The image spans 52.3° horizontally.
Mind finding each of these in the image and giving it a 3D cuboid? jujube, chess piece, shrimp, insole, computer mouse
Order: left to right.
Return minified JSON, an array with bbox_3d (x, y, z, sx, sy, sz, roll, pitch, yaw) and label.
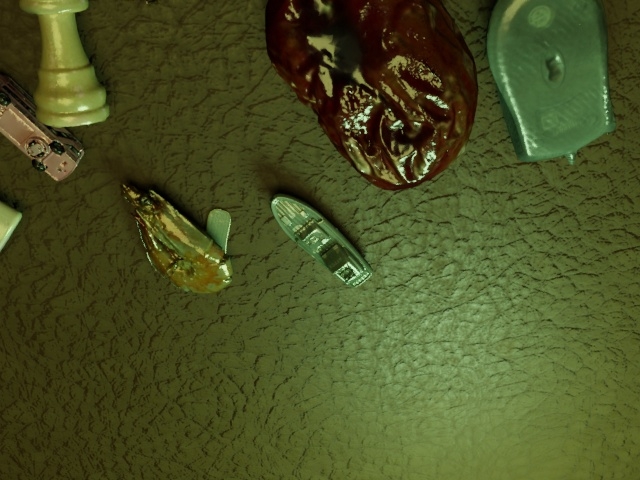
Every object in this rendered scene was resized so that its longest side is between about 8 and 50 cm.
[{"bbox_3d":[-0.416,-0.381,1.009,0.117,0.117,0.397,-2,118,-2],"label":"chess piece"},{"bbox_3d":[-0.288,0.000,1.258,0.154,0.062,0.294,-24,117,24],"label":"shrimp"},{"bbox_3d":[-0.215,0.019,1.304,0.064,0.004,0.188,11,119,-11],"label":"insole"},{"bbox_3d":[0.087,-0.268,1.016,0.276,0.276,0.377,-35,112,16],"label":"jujube"},{"bbox_3d":[0.383,-0.287,1.099,0.188,0.122,0.371,-20,126,12],"label":"computer mouse"}]

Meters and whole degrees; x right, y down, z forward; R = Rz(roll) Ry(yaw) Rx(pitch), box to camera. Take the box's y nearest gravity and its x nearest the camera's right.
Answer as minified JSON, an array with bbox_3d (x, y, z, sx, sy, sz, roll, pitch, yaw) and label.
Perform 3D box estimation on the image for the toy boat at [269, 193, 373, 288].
[{"bbox_3d":[0.000,0.000,1.259,0.078,0.085,0.260,-39,114,18],"label":"toy boat"}]

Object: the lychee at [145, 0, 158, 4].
[{"bbox_3d":[-0.289,-0.409,0.994,0.101,0.114,0.140,-24,103,43],"label":"lychee"}]

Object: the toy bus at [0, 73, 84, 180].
[{"bbox_3d":[-0.500,-0.197,1.117,0.063,0.090,0.203,-36,115,16],"label":"toy bus"}]

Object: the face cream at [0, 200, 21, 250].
[{"bbox_3d":[-0.737,-0.077,1.176,0.348,0.081,0.173,34,112,-20],"label":"face cream"}]
